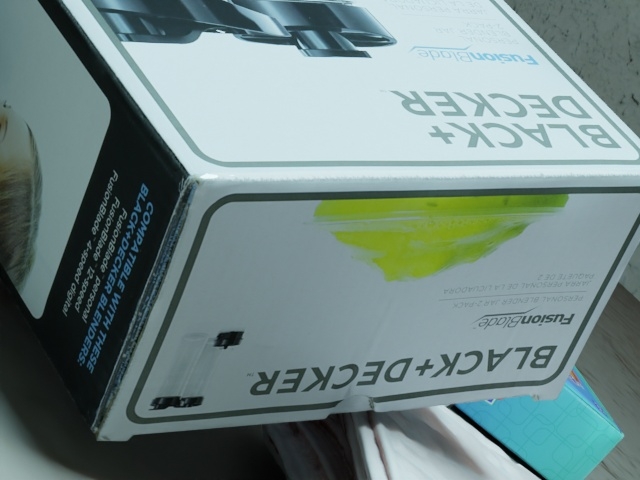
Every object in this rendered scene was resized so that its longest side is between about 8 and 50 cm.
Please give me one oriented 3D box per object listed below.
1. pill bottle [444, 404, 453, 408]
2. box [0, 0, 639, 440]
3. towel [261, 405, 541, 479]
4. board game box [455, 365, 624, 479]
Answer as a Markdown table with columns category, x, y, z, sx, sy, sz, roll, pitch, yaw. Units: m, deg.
| category | x | y | z | sx | sy | sz | roll | pitch | yaw |
| --- | --- | --- | --- | --- | --- | --- | --- | --- | --- |
| pill bottle | 0.000 | 0.000 | 0.759 | 0.160 | 0.087 | 0.087 | 57 | 10 | 7 |
| box | -0.045 | -0.071 | 0.622 | 0.169 | 0.087 | 0.290 | -1 | 39 | -35 |
| towel | 0.123 | 0.177 | 0.573 | 0.332 | 0.053 | 0.317 | 41 | 8 | -13 |
| board game box | 0.054 | 0.030 | 1.054 | 0.210 | 0.047 | 0.160 | 39 | 8 | -15 |
